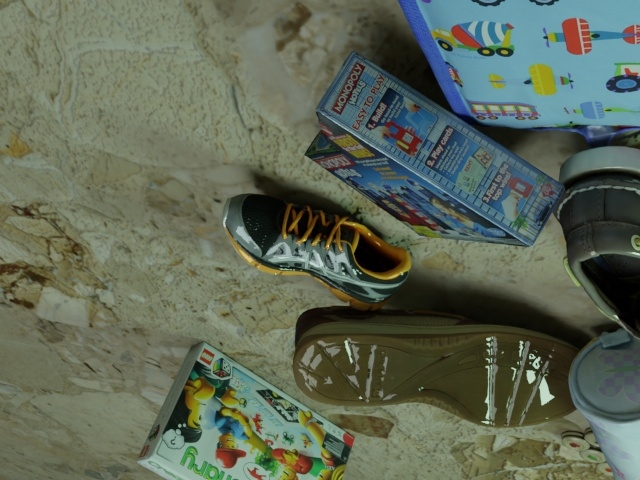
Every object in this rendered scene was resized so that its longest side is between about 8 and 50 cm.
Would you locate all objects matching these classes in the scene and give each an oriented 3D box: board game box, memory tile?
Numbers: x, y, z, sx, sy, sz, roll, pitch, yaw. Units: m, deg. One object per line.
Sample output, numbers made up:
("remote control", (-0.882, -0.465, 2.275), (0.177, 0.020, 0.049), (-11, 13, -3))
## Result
("board game box", (-0.101, 0.313, 1.232), (0.305, 0.193, 0.053), (36, 143, -20))
("memory tile", (0.400, 0.272, 1.065), (0.113, 0.012, 0.148), (37, 142, -21))
("board game box", (0.069, -0.073, 0.694), (0.194, 0.060, 0.194), (34, 171, -19))

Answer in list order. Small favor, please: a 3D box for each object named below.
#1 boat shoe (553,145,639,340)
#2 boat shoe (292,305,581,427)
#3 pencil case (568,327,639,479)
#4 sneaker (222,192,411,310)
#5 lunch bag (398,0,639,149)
("boat shoe", (0.302, 0.047, 0.719), (0.116, 0.097, 0.324), (-12, 141, 39))
("boat shoe", (0.137, 0.126, 0.936), (0.341, 0.123, 0.123), (4, 114, -6))
("pencil case", (0.360, 0.219, 0.905), (0.113, 0.124, 0.273), (-28, 125, 7))
("sneaker", (0.000, 0.000, 0.863), (0.214, 0.084, 0.083), (23, 146, -19))
("lunch bag", (0.183, -0.147, 0.539), (0.220, 0.138, 0.293), (3, 152, 23))
